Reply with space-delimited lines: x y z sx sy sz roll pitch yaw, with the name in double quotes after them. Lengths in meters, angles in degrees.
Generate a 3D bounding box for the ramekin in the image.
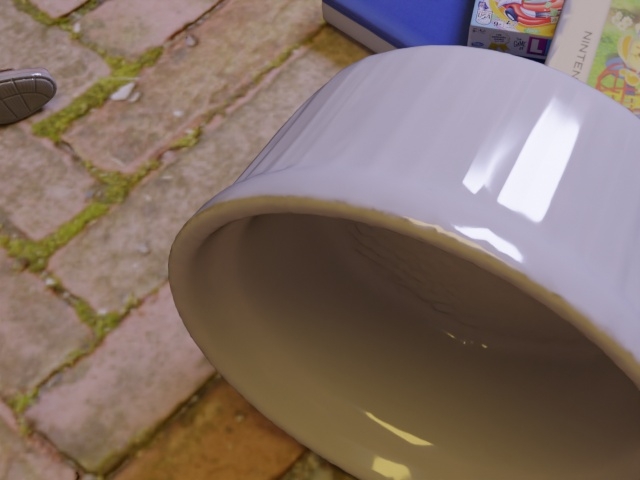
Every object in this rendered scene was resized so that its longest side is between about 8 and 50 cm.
0.071 0.030 0.501 0.277 0.277 0.135 22 57 15 "ramekin"

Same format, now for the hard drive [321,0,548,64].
0.189 -0.169 0.729 0.318 0.040 0.210 37 70 21 "hard drive"

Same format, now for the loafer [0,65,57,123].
-0.270 -0.110 0.729 0.125 0.045 0.039 -25 55 -7 "loafer"

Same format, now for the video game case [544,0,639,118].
0.246 -0.071 0.622 0.212 0.023 0.193 18 80 11 "video game case"

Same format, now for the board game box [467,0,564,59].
0.194 -0.178 0.694 0.154 0.026 0.103 10 62 9 "board game box"
